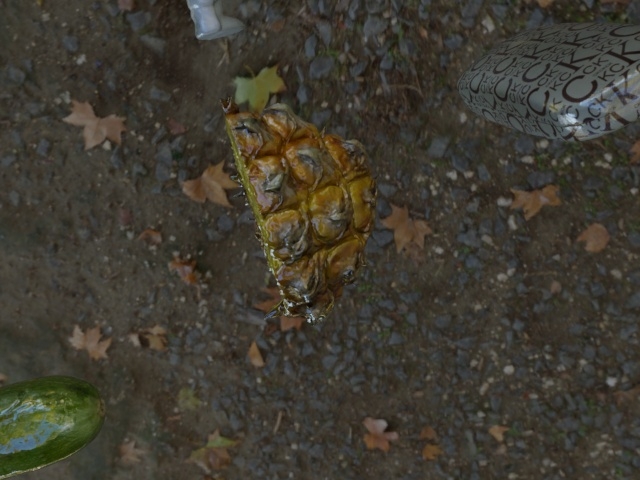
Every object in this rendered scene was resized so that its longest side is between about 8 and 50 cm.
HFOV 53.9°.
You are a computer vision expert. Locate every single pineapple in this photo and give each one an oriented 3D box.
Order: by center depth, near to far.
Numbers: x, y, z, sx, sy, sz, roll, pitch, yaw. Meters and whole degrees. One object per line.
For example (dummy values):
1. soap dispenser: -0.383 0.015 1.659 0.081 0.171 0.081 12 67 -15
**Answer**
1. pineapple: 0.005 -0.002 0.692 0.159 0.161 0.334 -18 141 -14

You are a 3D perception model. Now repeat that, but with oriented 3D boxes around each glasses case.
1. glasses case: 0.267 -0.189 0.729 0.137 0.354 0.085 -36 110 4

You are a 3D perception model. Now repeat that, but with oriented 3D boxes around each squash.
1. squash: -0.273 0.152 0.457 0.239 0.069 0.069 -18 120 -1

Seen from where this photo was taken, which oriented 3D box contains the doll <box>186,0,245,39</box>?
1. doll: -0.058 -0.208 0.255 0.057 0.114 0.227 -26 100 -27
